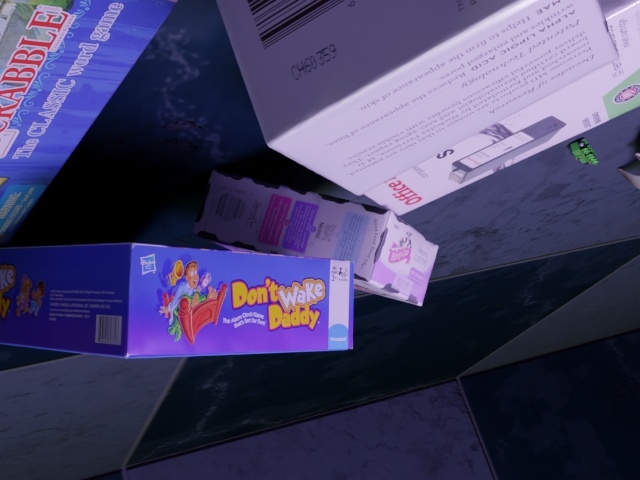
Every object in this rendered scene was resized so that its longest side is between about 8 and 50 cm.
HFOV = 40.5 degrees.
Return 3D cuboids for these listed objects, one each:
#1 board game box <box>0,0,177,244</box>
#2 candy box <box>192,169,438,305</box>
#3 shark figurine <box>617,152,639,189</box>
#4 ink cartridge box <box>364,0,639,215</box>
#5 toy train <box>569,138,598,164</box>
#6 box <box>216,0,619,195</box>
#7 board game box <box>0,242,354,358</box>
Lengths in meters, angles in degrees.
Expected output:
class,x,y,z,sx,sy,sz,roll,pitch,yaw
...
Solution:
class,x,y,z,sx,sy,sz,roll,pitch,yaw
board game box,-0.298,-0.089,0.517,0.318,0.066,0.318,-2,154,-39
candy box,0.000,0.000,0.873,0.196,0.070,0.165,14,174,26
shark figurine,0.480,-0.127,1.145,0.116,0.166,0.278,-44,141,-3
ink cartridge box,0.132,-0.140,0.708,0.272,0.115,0.198,-25,160,18
toy train,0.341,-0.112,1.123,0.023,0.017,0.083,-17,163,24
box,0.043,-0.152,0.496,0.181,0.181,0.119,-27,160,19
board game box,-0.177,0.052,0.769,0.347,0.078,0.233,-2,174,42
